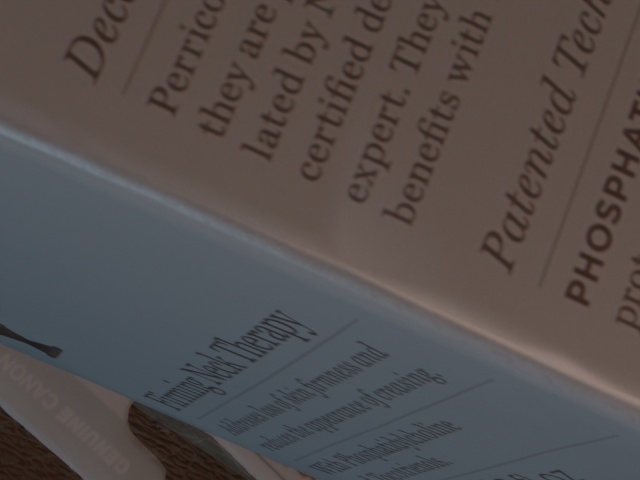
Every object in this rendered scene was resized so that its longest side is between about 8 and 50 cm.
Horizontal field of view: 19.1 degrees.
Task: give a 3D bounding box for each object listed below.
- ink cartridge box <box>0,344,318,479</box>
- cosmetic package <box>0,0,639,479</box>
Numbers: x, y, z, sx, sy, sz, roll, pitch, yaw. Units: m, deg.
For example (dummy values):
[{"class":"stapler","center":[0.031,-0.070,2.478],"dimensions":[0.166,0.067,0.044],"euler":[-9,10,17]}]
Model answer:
[{"class":"ink cartridge box","center":[0.000,0.000,1.041],"dimensions":[0.091,0.385,0.308],"euler":[8,147,53]},{"class":"cosmetic package","center":[-0.005,-0.105,0.775],"dimensions":[0.394,0.327,0.329],"euler":[24,163,-9]}]
